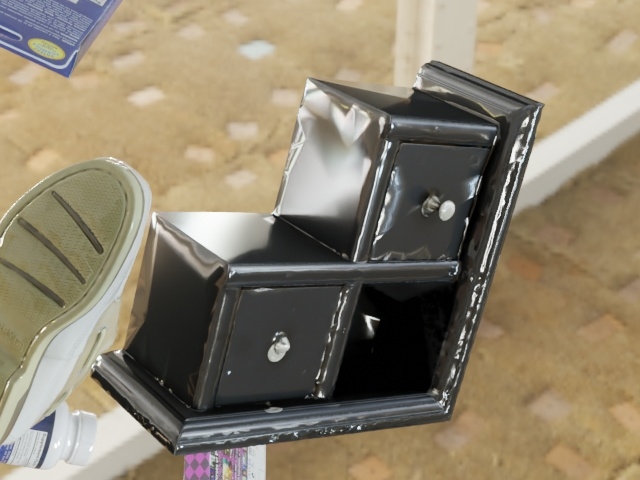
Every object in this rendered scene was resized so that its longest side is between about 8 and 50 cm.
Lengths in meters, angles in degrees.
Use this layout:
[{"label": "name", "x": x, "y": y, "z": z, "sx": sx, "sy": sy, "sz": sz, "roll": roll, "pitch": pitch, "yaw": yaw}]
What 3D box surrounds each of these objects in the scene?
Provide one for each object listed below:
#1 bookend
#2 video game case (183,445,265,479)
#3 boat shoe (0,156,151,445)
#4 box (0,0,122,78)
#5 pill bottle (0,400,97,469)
[{"label": "bookend", "x": 0.000, "y": 0.000, "z": 0.560, "sx": 0.156, "sy": 0.157, "sz": 0.072, "roll": 1, "pitch": -159, "yaw": -40}, {"label": "video game case", "x": -0.124, "y": 0.246, "z": 1.743, "sx": 0.042, "sy": 0.210, "sz": 0.232, "roll": -6, "pitch": -110, "yaw": 16}, {"label": "boat shoe", "x": -0.227, "y": 0.051, "z": 1.114, "sx": 0.113, "sy": 0.302, "sz": 0.103, "roll": 44, "pitch": -158, "yaw": 17}, {"label": "box", "x": -0.256, "y": -0.216, "z": 1.144, "sx": 0.136, "sy": 0.036, "sz": 0.225, "roll": 25, "pitch": -146, "yaw": -6}, {"label": "pill bottle", "x": -0.371, "y": 0.235, "z": 1.629, "sx": 0.169, "sy": 0.094, "sz": 0.094, "roll": 14, "pitch": -147, "yaw": -21}]
